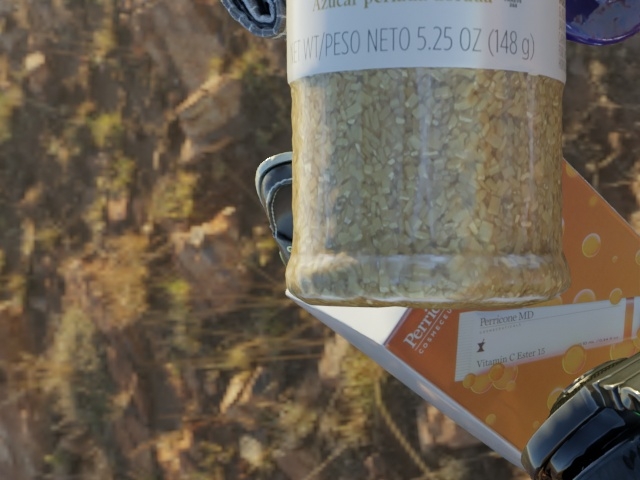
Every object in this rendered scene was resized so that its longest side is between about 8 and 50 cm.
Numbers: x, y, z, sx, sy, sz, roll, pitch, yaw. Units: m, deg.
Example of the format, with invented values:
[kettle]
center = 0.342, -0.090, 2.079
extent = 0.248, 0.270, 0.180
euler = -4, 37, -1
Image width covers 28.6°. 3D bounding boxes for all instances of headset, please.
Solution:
[headset]
center = 0.246, 0.168, 0.799
extent = 0.243, 0.185, 0.394
euler = 62, 168, -3

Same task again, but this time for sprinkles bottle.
[sprinkles bottle]
center = 0.045, -0.151, 0.525
extent = 0.121, 0.121, 0.356
euler = -1, 90, 52

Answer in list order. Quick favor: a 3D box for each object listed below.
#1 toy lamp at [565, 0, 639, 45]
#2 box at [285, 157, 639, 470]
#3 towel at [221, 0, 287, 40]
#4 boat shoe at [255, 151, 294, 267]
[toy lamp]
center = 0.175, -0.153, 0.657
extent = 0.274, 0.080, 0.080
euler = 167, 102, -81
[box]
center = 0.179, 0.068, 1.118
extent = 0.215, 0.345, 0.168
euler = -55, 32, -6
[towel]
center = -0.037, -0.332, 1.322
extent = 0.121, 0.235, 0.284
euler = -45, 68, 34
[boat shoe]
center = 0.000, 0.000, 1.178
extent = 0.081, 0.228, 0.069
euler = -15, 57, 11
